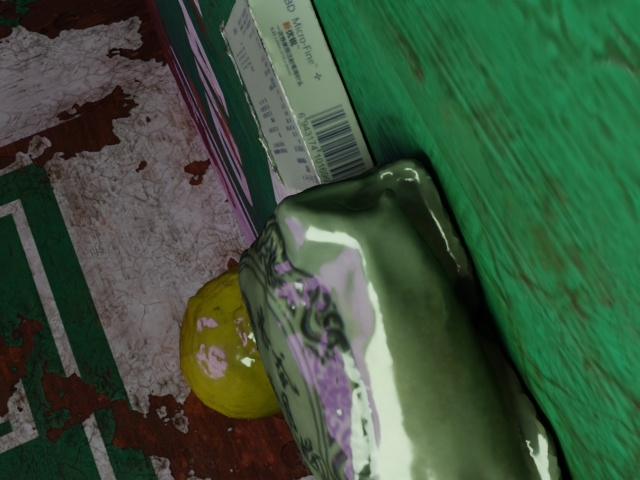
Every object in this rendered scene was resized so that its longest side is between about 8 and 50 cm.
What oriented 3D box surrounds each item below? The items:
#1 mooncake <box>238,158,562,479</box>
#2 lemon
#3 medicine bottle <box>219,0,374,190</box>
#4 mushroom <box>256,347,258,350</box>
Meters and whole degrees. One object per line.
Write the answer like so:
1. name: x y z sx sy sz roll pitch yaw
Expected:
1. mooncake: 0.035 0.088 0.546 0.254 0.136 0.250 140 110 -82
2. lemon: -0.115 0.177 1.393 0.316 0.286 0.285 -68 -44 -79
3. medicine bottle: -0.026 -0.119 0.665 0.201 0.052 0.171 -157 45 -79
4. mushroom: 0.044 0.237 1.041 0.247 0.130 0.344 52 -175 -40
